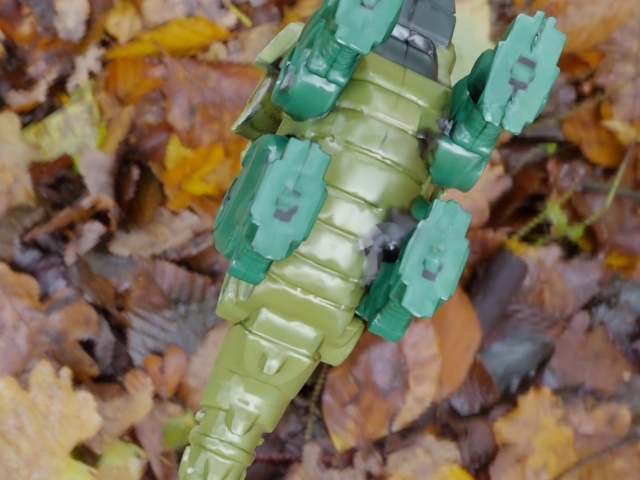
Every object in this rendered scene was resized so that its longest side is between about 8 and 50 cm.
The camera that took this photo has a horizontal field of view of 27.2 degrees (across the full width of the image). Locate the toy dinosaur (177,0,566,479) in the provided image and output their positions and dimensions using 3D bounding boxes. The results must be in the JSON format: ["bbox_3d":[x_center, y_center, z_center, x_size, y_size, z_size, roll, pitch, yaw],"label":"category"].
[{"bbox_3d":[0.000,0.000,0.471,0.094,0.153,0.259,24,76,-7],"label":"toy dinosaur"}]
